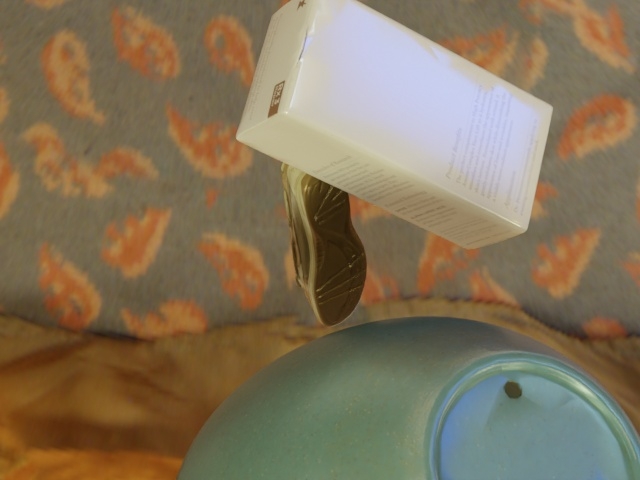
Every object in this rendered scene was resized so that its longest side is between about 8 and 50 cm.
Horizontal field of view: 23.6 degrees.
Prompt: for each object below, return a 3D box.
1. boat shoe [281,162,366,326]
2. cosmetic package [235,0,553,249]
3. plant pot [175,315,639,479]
[{"bbox_3d":[-0.002,0.000,1.245,0.056,0.048,0.153,-31,129,-24],"label":"boat shoe"},{"bbox_3d":[0.061,-0.091,1.182,0.231,0.085,0.117,25,67,-23],"label":"cosmetic package"},{"bbox_3d":[0.078,0.159,0.862,0.290,0.290,0.195,26,147,-10],"label":"plant pot"}]
